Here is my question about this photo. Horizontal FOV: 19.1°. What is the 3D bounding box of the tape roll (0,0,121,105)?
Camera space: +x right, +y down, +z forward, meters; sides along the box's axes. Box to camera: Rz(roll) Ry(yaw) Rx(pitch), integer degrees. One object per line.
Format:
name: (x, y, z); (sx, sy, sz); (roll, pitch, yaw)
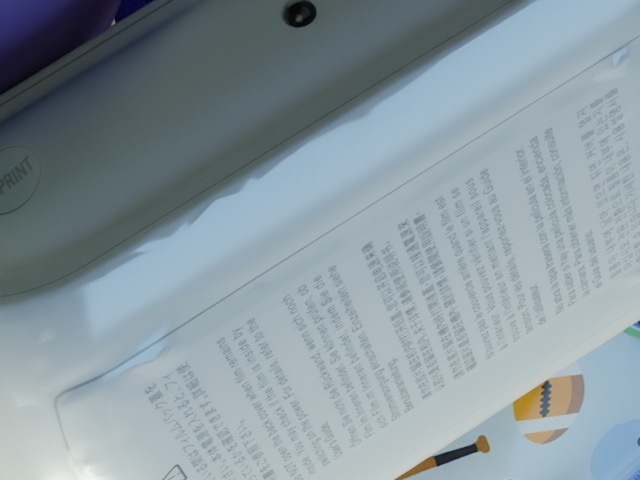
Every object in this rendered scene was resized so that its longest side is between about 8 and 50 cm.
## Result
tape roll: (-0.151, -0.140, 0.673); (0.189, 0.189, 0.080); (-31, 159, -40)

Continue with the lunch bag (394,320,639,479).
lunch bag: (-0.022, 0.051, 1.007); (0.385, 0.328, 0.239); (-28, -140, 33)

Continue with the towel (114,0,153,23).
towel: (-0.037, -0.232, 0.789); (0.308, 0.076, 0.227); (109, -4, -57)

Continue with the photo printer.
photo printer: (0.000, 0.000, 0.730); (0.307, 0.107, 0.256); (-33, 145, -6)
